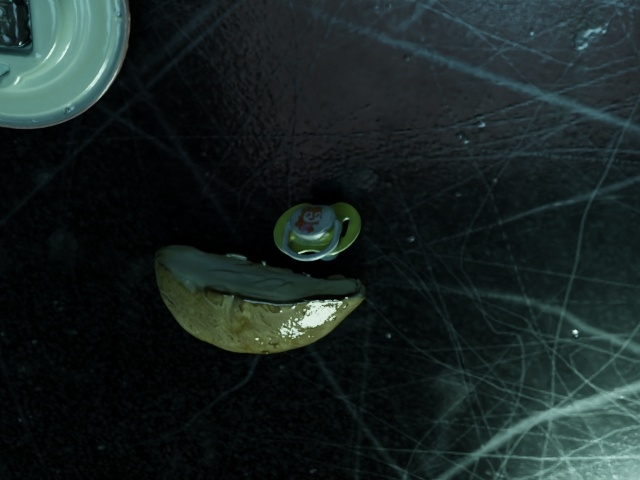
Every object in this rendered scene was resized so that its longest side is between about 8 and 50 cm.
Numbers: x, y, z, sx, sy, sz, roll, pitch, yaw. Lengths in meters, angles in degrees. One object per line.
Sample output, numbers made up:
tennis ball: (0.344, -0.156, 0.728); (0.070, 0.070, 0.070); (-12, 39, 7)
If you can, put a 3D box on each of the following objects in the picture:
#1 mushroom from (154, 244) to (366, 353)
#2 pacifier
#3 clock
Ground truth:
mushroom: (-0.063, 0.062, 1.513); (0.210, 0.072, 0.094); (12, 132, 14)
pacifier: (0.000, 0.000, 1.461); (0.083, 0.068, 0.064); (-1, 146, 21)
clock: (-0.285, -0.213, 1.429); (0.245, 0.056, 0.244); (7, 121, 12)
